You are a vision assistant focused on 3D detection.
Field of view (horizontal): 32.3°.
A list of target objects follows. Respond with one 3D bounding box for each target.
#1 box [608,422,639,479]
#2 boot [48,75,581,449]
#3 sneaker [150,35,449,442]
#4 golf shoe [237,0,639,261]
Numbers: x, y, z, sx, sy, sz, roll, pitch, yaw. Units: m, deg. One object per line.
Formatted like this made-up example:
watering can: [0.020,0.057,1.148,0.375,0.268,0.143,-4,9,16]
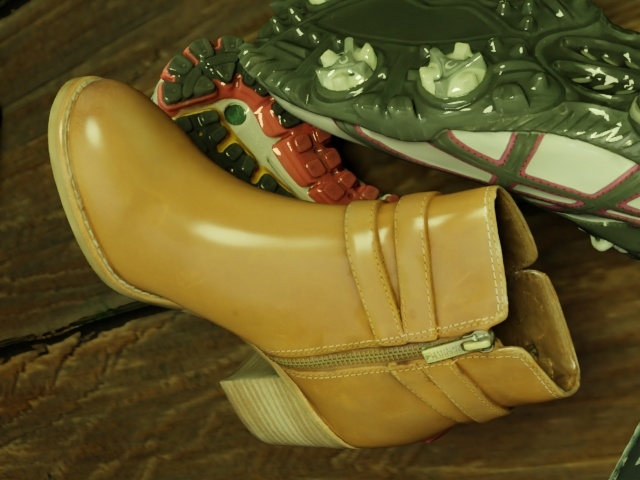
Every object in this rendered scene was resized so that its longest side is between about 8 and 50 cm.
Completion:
box: [0.237,0.094,0.401,0.153,0.108,0.207,50,135,-1]
boot: [0.000,0.000,0.426,0.152,0.073,0.197,-15,123,38]
sneaker: [-0.001,0.003,0.549,0.225,0.088,0.092,53,155,-5]
golf shoe: [0.090,-0.042,0.422,0.273,0.105,0.120,14,145,31]
